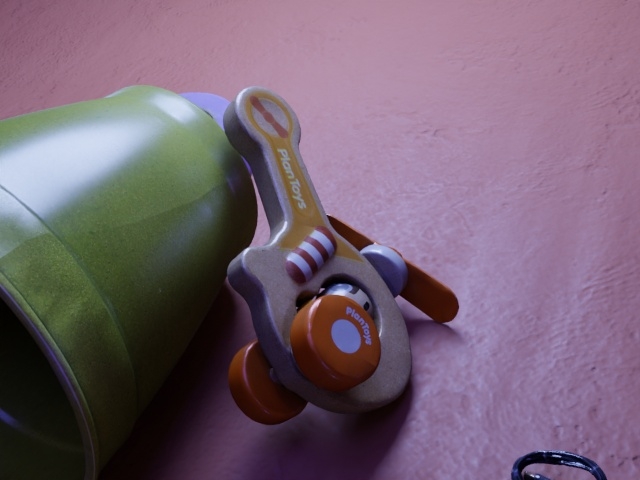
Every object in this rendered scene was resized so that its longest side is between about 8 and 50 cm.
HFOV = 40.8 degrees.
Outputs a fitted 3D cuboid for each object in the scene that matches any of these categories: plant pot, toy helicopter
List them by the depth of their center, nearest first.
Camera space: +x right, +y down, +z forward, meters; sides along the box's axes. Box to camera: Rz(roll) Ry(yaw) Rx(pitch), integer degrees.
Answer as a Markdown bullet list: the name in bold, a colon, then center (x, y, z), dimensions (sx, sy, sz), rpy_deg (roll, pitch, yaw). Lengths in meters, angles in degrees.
- **toy helicopter**: center (0.000, 0.000, 0.873), dimensions (0.235, 0.140, 0.355), rpy_deg (-6, 68, -41)
- **plant pot**: center (-0.253, 0.014, 0.880), dimensions (0.366, 0.366, 0.353), rpy_deg (14, 39, 28)

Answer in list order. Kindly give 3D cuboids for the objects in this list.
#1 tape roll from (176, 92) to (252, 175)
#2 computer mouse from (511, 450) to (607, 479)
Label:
- **tape roll**: center (-0.191, -0.113, 1.160), dimensions (0.189, 0.080, 0.189), rpy_deg (-8, 43, 7)
- **computer mouse**: center (0.260, 0.239, 0.692), dimensions (0.242, 0.041, 0.071), rpy_deg (28, 85, 43)
